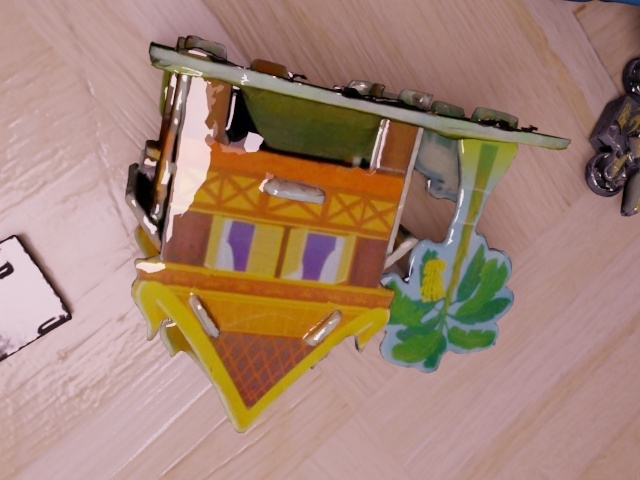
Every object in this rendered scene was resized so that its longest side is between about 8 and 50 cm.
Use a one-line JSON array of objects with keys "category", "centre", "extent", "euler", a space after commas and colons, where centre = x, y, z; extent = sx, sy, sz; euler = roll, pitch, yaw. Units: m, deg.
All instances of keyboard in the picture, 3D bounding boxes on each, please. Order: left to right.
[{"category": "keyboard", "centre": [-0.382, 0.110, 0.519], "extent": [0.317, 0.027, 0.106], "euler": [-31, 106, -13]}]

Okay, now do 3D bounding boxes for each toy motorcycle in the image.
[{"category": "toy motorcycle", "centre": [0.391, -0.119, 0.732], "extent": [0.124, 0.061, 0.193], "euler": [29, 77, -11]}]

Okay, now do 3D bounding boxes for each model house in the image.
[{"category": "model house", "centre": [0.000, 0.000, 0.567], "extent": [0.358, 0.242, 0.312], "euler": [7, 108, -20]}]

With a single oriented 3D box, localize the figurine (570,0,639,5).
[{"category": "figurine", "centre": [0.449, -0.246, 0.656], "extent": [0.417, 0.243, 0.297], "euler": [2, 114, -17]}]
